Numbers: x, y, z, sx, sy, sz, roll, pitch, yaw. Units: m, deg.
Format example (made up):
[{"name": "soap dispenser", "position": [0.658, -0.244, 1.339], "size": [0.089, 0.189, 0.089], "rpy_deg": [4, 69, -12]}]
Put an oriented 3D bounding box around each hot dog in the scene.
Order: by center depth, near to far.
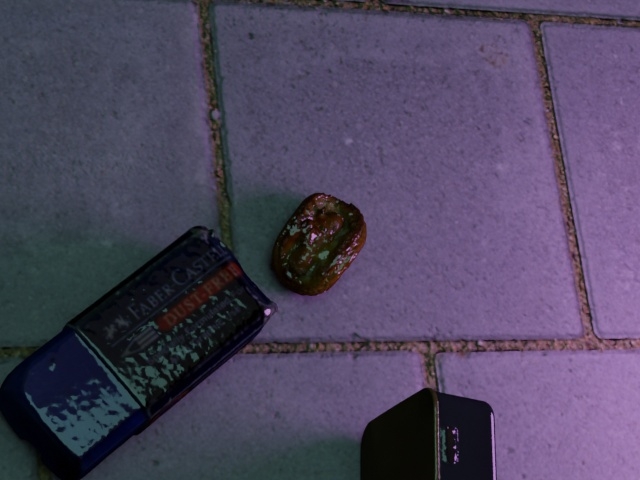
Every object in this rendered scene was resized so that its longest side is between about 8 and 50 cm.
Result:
[{"name": "hot dog", "position": [0.001, 0.002, 2.057], "size": [0.099, 0.065, 0.147], "rpy_deg": [35, 62, 7]}]

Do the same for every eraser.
[{"name": "eraser", "position": [-0.213, 0.126, 1.900], "size": [0.332, 0.101, 0.155], "rpy_deg": [-39, 85, -30]}]

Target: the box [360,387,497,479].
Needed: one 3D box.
[{"name": "box", "position": [0.127, 0.267, 1.916], "size": [0.090, 0.201, 0.144], "rpy_deg": [10, 64, -21]}]
